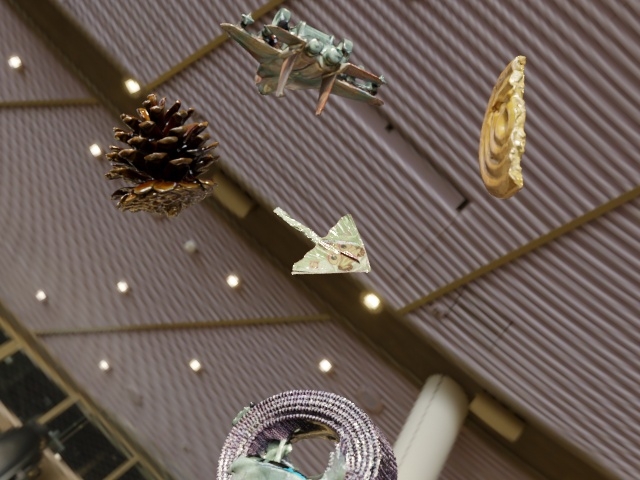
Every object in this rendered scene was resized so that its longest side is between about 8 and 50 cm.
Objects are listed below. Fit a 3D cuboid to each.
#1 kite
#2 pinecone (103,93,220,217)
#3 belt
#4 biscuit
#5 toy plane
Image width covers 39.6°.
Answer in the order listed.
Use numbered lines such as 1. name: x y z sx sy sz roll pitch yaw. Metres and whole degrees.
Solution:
1. kite: 0.000 0.001 1.851 0.250 0.229 0.012 31 -44 19
2. pinecone: -0.323 -0.174 1.852 0.264 0.264 0.264 24 -47 29
3. belt: -0.024 0.388 1.516 0.325 0.260 0.122 5 -36 35
4. biscuit: 0.276 -0.162 1.363 0.033 0.224 0.144 11 -20 -10
5. toy plane: -0.038 -0.228 1.142 0.223 0.104 0.326 23 6 -19
